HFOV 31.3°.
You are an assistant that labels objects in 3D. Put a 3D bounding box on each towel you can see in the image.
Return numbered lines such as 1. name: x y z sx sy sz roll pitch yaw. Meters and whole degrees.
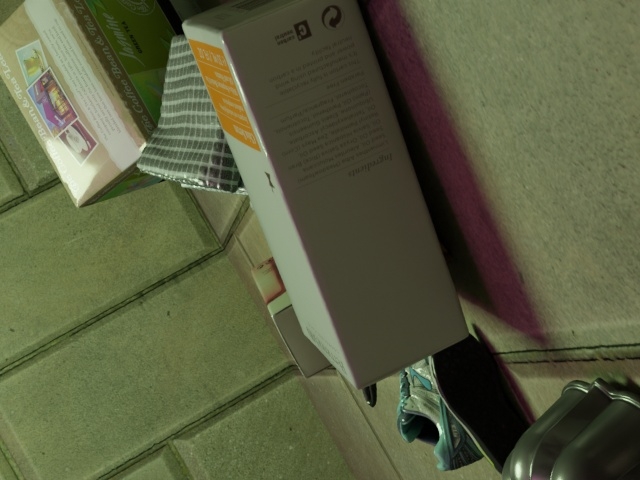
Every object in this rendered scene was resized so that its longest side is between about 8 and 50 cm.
1. towel: -0.159 -0.188 1.673 0.283 0.121 0.235 11 93 60

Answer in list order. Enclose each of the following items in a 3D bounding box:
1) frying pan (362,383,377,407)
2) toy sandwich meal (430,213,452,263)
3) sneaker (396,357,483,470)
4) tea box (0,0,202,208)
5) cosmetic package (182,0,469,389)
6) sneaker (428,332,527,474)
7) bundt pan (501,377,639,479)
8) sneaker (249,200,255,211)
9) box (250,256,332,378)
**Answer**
1. frying pan: 0.077 0.096 1.753 0.197 0.053 0.326 -18 97 60
2. toy sandwich meal: 0.136 -0.001 1.436 0.085 0.029 0.085 61 169 20
3. sneaker: 0.154 0.229 1.697 0.283 0.122 0.110 48 164 50
4. tea box: -0.332 -0.273 1.965 0.220 0.323 0.329 -33 87 36
5. cosmetic package: 0.004 -0.076 1.387 0.453 0.161 0.230 69 168 -18
6. sneaker: 0.207 0.222 1.534 0.235 0.084 0.097 61 171 -5
7. bundt pan: 0.301 0.307 1.127 0.331 0.124 0.331 50 161 25
8. sneaker: -0.069 -0.155 1.727 0.321 0.124 0.180 -25 83 68
9. box: -0.026 0.121 2.084 0.148 0.127 0.232 63 178 -22
